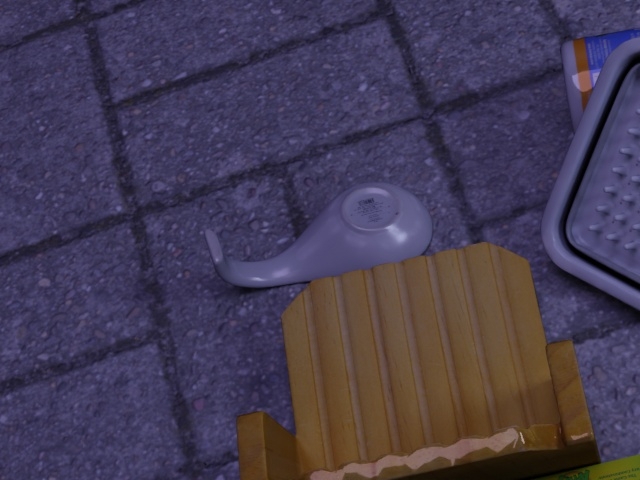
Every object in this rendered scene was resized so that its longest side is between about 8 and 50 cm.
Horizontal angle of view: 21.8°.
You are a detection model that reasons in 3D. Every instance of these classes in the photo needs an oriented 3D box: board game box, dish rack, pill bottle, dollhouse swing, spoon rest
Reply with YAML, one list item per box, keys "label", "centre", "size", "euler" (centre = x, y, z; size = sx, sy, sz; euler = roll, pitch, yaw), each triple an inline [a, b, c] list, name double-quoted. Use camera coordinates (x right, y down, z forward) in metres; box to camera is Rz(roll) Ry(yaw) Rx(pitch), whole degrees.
- label: "board game box"
  centre: [0.254, 0.276, 1.692]
  size: [0.181, 0.092, 0.043]
  euler: [-14, 52, 6]
- label: "dish rack"
  centre: [0.428, -0.045, 1.824]
  size: [0.333, 0.072, 0.286]
  euler: [29, 109, 29]
- label: "pill bottle"
  centre: [0.428, -0.184, 1.961]
  size: [0.272, 0.152, 0.152]
  euler: [-9, 51, 9]
- label: "dollhouse swing"
  centre: [0.092, 0.126, 1.747]
  size: [0.346, 0.315, 0.305]
  euler: [-13, 71, 8]
- label: "spoon rest"
  centre: [0.000, 0.000, 2.007]
  size: [0.276, 0.084, 0.137]
  euler: [-12, 51, -10]
